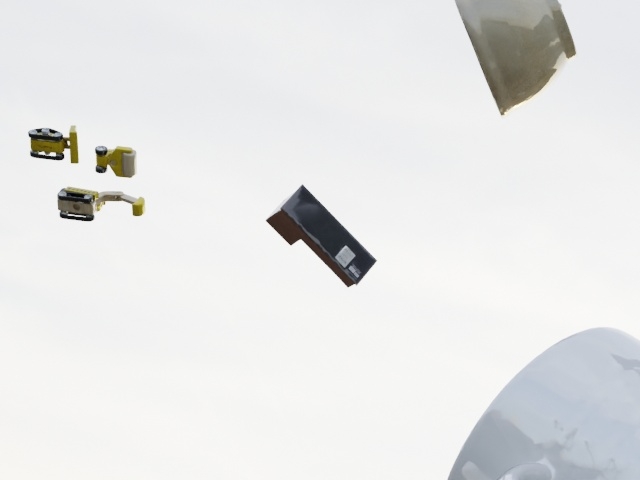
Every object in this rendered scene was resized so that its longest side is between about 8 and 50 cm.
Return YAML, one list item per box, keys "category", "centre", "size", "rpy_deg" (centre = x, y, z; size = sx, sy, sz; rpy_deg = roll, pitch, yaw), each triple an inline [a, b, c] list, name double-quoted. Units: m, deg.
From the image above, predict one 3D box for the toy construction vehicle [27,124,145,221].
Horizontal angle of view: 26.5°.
- category: "toy construction vehicle"
  centre: [-0.205, -0.062, 1.208]
  size: [0.098, 0.035, 0.086]
  rpy_deg: [5, -59, 10]

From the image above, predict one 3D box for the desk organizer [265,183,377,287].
- category: "desk organizer"
  centre: [0.000, 0.000, 1.629]
  size: [0.130, 0.047, 0.050]
  rpy_deg: [45, -32, -7]

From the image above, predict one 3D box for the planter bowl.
- category: "planter bowl"
  centre: [0.228, -0.235, 1.560]
  size: [0.109, 0.162, 0.162]
  rpy_deg: [-23, -46, 8]

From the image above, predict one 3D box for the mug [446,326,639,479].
- category: "mug"
  centre: [0.277, 0.258, 1.099]
  size: [0.328, 0.276, 0.374]
  rpy_deg: [35, 11, 39]
